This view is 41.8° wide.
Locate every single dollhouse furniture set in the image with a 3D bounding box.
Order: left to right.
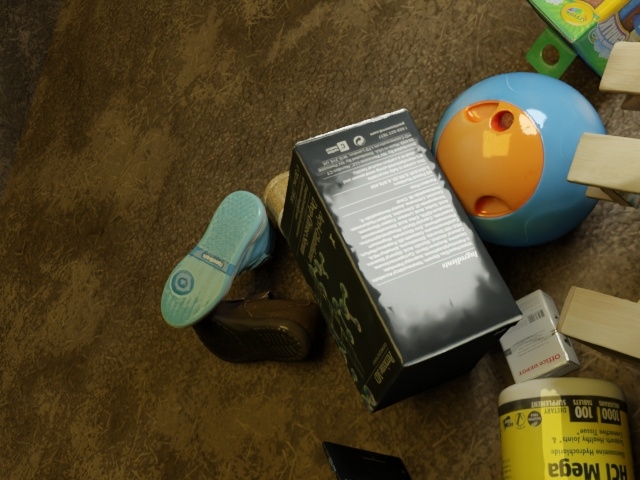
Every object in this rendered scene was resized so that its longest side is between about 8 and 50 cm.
[{"bbox_3d":[0.521,-0.011,1.114,0.257,0.362,0.394,18,85,46],"label":"dollhouse furniture set"}]

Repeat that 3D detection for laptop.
[{"bbox_3d":[0.163,0.412,1.331,0.136,0.234,0.264,-42,51,18],"label":"laptop"}]

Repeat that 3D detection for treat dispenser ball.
[{"bbox_3d":[0.325,-0.132,1.383,0.288,0.288,0.288,-16,63,34],"label":"treat dispenser ball"}]

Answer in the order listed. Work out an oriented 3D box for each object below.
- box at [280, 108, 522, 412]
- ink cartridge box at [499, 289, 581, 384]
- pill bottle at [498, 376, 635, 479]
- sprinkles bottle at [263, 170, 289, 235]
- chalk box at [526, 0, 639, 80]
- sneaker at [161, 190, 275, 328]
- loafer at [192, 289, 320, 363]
[{"bbox_3d":[0.111,0.041,1.392,0.212,0.293,0.395,-21,69,-16],"label":"box"},{"bbox_3d":[0.356,0.166,1.392,0.099,0.056,0.135,-32,54,26],"label":"ink cartridge box"},{"bbox_3d":[0.361,0.378,1.212,0.188,0.188,0.333,-16,63,35],"label":"pill bottle"},{"bbox_3d":[0.000,0.000,1.698,0.121,0.121,0.355,-48,45,14],"label":"sprinkles bottle"},{"bbox_3d":[0.463,-0.393,1.391,0.289,0.179,0.180,-44,51,18],"label":"chalk box"},{"bbox_3d":[-0.199,0.060,1.792,0.127,0.208,0.319,35,87,17],"label":"sneaker"},{"bbox_3d":[-0.133,0.178,1.770,0.366,0.133,0.130,2,37,42],"label":"loafer"}]
